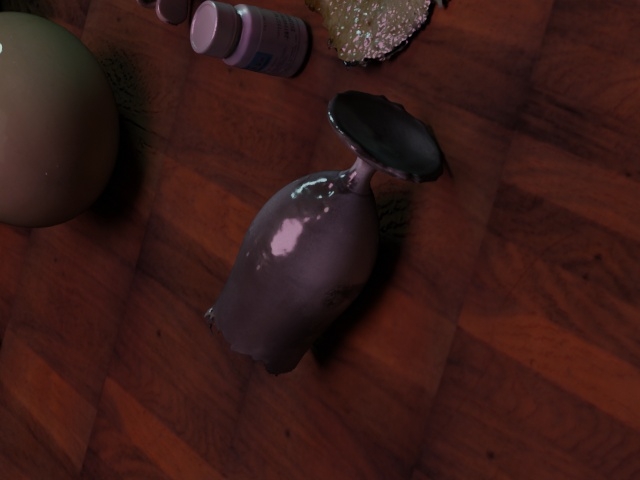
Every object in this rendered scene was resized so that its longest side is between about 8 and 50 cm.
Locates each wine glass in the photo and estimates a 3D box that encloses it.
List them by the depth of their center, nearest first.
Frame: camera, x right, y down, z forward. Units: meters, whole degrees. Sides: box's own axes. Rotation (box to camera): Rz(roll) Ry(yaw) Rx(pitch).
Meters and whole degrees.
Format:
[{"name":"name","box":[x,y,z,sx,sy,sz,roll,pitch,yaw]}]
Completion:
[{"name":"wine glass","box":[0.000,0.000,1.436,0.222,0.103,0.103,-58,38,32]}]

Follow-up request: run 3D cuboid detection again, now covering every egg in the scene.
[{"name":"egg","box":[-0.285,-0.113,1.836,0.186,0.186,0.242,-59,40,29]}]

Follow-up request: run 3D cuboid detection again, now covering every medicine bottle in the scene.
[{"name":"medicine bottle","box":[-0.058,-0.165,1.580,0.052,0.089,0.052,-23,62,54]}]

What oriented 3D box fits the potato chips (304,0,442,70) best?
[{"name":"potato chips","box":[0.034,-0.199,1.510,0.209,0.026,0.142,-5,74,55]}]

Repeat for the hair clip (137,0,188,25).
[{"name":"hair clip","box":[-0.123,-0.311,1.780,0.072,0.034,0.226,22,99,58]}]
